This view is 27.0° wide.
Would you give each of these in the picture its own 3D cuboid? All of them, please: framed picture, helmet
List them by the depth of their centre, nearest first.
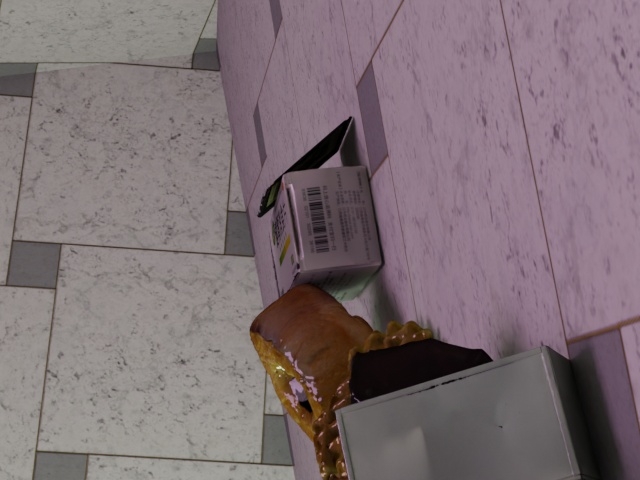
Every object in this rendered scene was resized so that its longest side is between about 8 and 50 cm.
[{"bbox_3d":[0.149,0.244,1.473,0.225,0.177,0.305,90,159,-76],"label":"helmet"},{"bbox_3d":[-0.029,-0.125,2.286,0.010,0.195,0.199,47,166,6],"label":"framed picture"}]

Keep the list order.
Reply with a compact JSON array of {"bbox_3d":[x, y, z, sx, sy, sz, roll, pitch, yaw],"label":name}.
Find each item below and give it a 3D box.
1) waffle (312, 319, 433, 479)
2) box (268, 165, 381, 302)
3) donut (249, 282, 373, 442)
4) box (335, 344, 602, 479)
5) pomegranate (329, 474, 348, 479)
[{"bbox_3d":[0.071,0.223,1.857,0.056,0.253,0.249,39,177,-21],"label":"waffle"},{"bbox_3d":[0.000,0.000,2.282,0.333,0.145,0.173,115,146,-75],"label":"box"},{"bbox_3d":[0.013,0.212,2.161,0.299,0.150,0.317,58,166,10],"label":"donut"},{"bbox_3d":[0.141,0.201,1.288,0.086,0.225,0.129,30,-135,-60],"label":"box"},{"bbox_3d":[0.092,0.408,1.851,0.215,0.215,0.215,172,90,-81],"label":"pomegranate"}]
